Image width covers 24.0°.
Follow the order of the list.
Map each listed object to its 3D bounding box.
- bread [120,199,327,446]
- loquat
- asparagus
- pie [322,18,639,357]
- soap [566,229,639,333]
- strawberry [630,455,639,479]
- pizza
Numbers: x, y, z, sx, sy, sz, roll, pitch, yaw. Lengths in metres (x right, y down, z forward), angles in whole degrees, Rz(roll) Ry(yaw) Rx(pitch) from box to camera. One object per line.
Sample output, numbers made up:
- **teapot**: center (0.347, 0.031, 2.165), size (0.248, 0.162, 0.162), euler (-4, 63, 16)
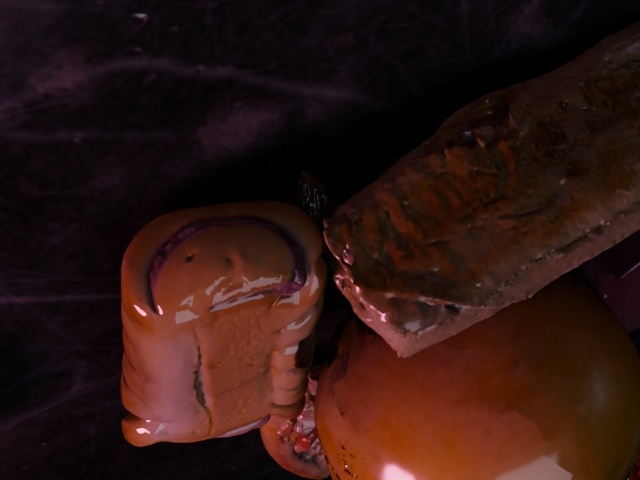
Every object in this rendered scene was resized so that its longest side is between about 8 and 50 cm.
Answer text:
- **bread**: center (-0.068, 0.059, 0.988), size (0.134, 0.081, 0.225), euler (-12, 147, -17)
- **loquat**: center (0.108, 0.118, 1.051), size (0.235, 0.235, 0.235), euler (-20, 148, -14)
- **asparagus**: center (0.000, -0.001, 1.003), size (0.036, 0.030, 0.165), euler (-4, 150, 6)
- **pie**: center (0.133, -0.036, 0.960), size (0.282, 0.129, 0.068), euler (-30, -176, -13)
- **soap**: center (0.300, -0.057, 1.088), size (0.289, 0.112, 0.182), euler (-29, 152, -2)
- **strawberry**: center (0.294, 0.256, 1.445), size (0.238, 0.250, 0.288), euler (30, 94, -21)
- **pizza**: center (0.046, 0.127, 1.207), size (0.195, 0.052, 0.185), euler (-28, 152, -2)
